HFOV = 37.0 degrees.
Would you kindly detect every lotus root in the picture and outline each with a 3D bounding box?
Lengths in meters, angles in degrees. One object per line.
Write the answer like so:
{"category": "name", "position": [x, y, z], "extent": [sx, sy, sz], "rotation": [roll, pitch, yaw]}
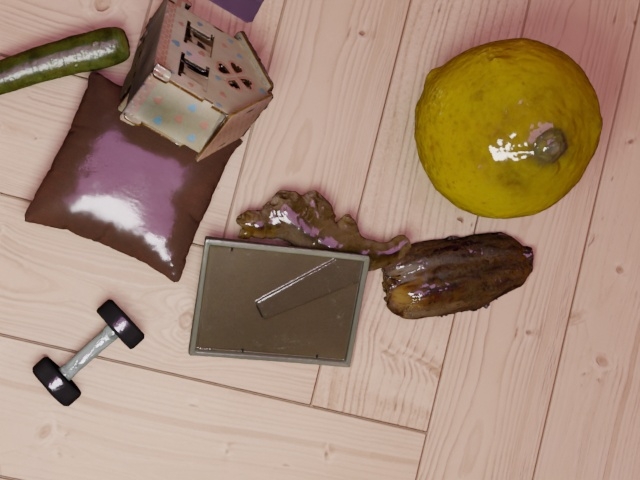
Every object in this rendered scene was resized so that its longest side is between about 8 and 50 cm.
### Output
{"category": "lotus root", "position": [0.289, 0.069, 1.924], "extent": [0.330, 0.078, 0.167], "rotation": [-13, 93, -13]}

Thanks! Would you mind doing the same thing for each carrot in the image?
{"category": "carrot", "position": [-0.524, -0.316, 1.751], "extent": [0.359, 0.074, 0.074], "rotation": [-19, 93, -10]}

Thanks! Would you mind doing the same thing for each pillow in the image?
{"category": "pillow", "position": [-0.339, -0.115, 1.763], "extent": [0.308, 0.108, 0.305], "rotation": [24, 80, -12]}

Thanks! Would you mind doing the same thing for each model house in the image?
{"category": "model house", "position": [-0.217, -0.282, 1.733], "extent": [0.244, 0.169, 0.326], "rotation": [25, 38, -22]}

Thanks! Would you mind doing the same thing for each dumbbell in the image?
{"category": "dumbbell", "position": [-0.421, 0.204, 1.739], "extent": [0.191, 0.100, 0.100], "rotation": [-43, 98, -12]}

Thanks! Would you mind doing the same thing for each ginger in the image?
{"category": "ginger", "position": [-0.002, -0.001, 1.860], "extent": [0.333, 0.080, 0.166], "rotation": [25, 99, -16]}

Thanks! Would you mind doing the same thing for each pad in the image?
{"category": "pad", "position": [-0.149, -0.518, 1.877], "extent": [0.112, 0.003, 0.157], "rotation": [29, 82, -10]}

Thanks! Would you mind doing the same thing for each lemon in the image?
{"category": "lemon", "position": [0.353, -0.207, 1.801], "extent": [0.350, 0.387, 0.349], "rotation": [-4, 112, -9]}

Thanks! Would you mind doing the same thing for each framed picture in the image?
{"category": "framed picture", "position": [-0.078, 0.122, 1.828], "extent": [0.324, 0.020, 0.240], "rotation": [5, 105, -13]}
